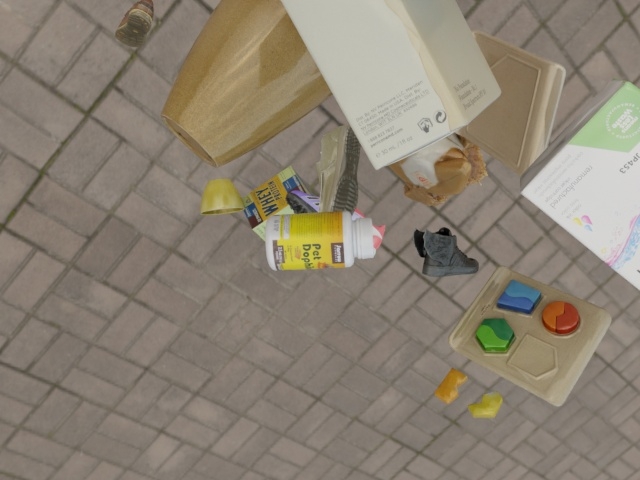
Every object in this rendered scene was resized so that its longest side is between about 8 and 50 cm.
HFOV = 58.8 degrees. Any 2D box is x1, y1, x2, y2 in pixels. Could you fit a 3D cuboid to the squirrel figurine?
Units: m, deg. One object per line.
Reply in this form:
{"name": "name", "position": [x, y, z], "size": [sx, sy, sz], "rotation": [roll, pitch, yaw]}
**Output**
{"name": "squirrel figurine", "position": [0.395, -0.312, 1.756], "size": [0.370, 0.281, 0.397], "rotation": [-58, 156, -19]}

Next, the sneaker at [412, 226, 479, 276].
{"name": "sneaker", "position": [0.233, 0.018, 1.033], "size": [0.170, 0.051, 0.089], "rotation": [-4, 101, -37]}

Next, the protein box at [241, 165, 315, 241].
{"name": "protein box", "position": [-0.114, -0.092, 1.824], "size": [0.201, 0.136, 0.200], "rotation": [-33, 145, 6]}

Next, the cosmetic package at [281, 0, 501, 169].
{"name": "cosmetic package", "position": [0.053, -0.248, 0.585], "size": [0.113, 0.160, 0.309], "rotation": [-23, 101, 36]}

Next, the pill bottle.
{"name": "pill bottle", "position": [0.000, 0.000, 1.168], "size": [0.215, 0.117, 0.117], "rotation": [-3, 119, 5]}

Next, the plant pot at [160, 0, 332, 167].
{"name": "plant pot", "position": [-0.122, -0.246, 0.904], "size": [0.254, 0.237, 0.237], "rotation": [-50, 120, -9]}

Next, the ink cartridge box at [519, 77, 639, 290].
{"name": "ink cartridge box", "position": [0.496, -0.044, 0.825], "size": [0.353, 0.119, 0.207], "rotation": [39, 113, 2]}

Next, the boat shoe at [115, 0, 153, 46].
{"name": "boat shoe", "position": [-0.423, -0.501, 1.311], "size": [0.064, 0.178, 0.060], "rotation": [26, 72, -29]}

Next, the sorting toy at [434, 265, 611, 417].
{"name": "sorting toy", "position": [0.358, 0.198, 1.045], "size": [0.307, 0.229, 0.041], "rotation": [-49, 145, -19]}

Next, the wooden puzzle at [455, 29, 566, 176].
{"name": "wooden puzzle", "position": [0.352, -0.263, 1.083], "size": [0.044, 0.238, 0.221], "rotation": [-18, 130, -22]}

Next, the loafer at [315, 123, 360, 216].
{"name": "loafer", "position": [0.037, -0.154, 1.409], "size": [0.102, 0.092, 0.268], "rotation": [19, 79, -49]}

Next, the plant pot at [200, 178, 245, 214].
{"name": "plant pot", "position": [-0.301, -0.134, 1.717], "size": [0.134, 0.134, 0.095], "rotation": [-7, 88, -13]}

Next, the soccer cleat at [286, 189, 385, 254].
{"name": "soccer cleat", "position": [0.046, -0.071, 1.684], "size": [0.318, 0.108, 0.116], "rotation": [33, 75, -9]}
